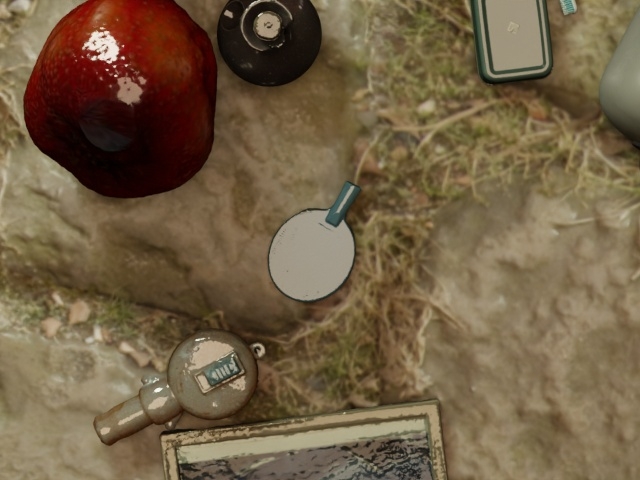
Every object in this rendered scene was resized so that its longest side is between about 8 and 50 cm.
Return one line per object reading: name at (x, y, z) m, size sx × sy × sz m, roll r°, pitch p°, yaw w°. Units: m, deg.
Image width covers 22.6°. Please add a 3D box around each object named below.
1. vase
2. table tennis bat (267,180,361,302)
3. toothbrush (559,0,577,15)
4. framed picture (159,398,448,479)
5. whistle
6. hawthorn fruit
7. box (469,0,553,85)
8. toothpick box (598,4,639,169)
vase at (-0.057, -0.233, 1.782) m, size 0.120 × 0.183 × 0.120 m, roll 0°, pitch 93°, yaw -2°
table tennis bat at (0.000, 0.000, 1.878) m, size 0.100 × 0.019 × 0.155 m, roll 30°, pitch 94°, yaw -2°
toothbrush at (0.257, -0.358, 1.862) m, size 0.022 × 0.017 × 0.204 m, roll -23°, pitch 94°, yaw -19°
framed picture at (-0.011, 0.328, 1.893) m, size 0.335 × 0.022 × 0.247 m, roll -6°, pitch 93°, yaw -1°
whistle at (-0.163, 0.175, 1.866) m, size 0.220 × 0.057 × 0.107 m, roll -27°, pitch 94°, yaw 3°
hawthorn fruit at (-0.215, -0.190, 1.775) m, size 0.210 × 0.230 × 0.266 m, roll 10°, pitch 66°, yaw -13°
box at (0.223, -0.246, 1.859) m, size 0.091 × 0.031 × 0.126 m, roll -6°, pitch 94°, yaw 0°
toothpick box at (0.445, -0.204, 1.766) m, size 0.229 × 0.229 × 0.316 m, roll 29°, pitch 93°, yaw -2°
